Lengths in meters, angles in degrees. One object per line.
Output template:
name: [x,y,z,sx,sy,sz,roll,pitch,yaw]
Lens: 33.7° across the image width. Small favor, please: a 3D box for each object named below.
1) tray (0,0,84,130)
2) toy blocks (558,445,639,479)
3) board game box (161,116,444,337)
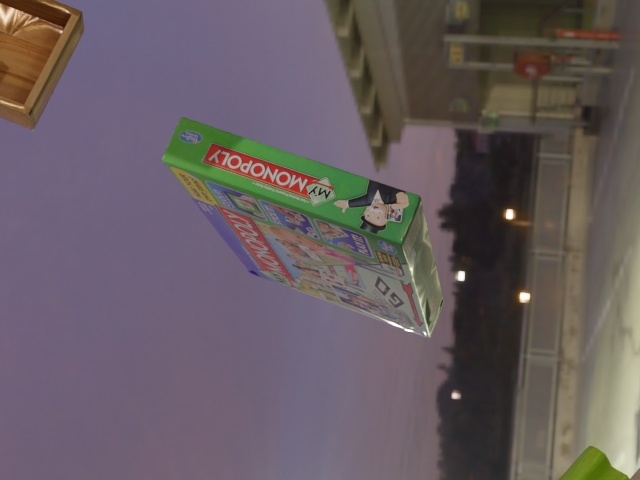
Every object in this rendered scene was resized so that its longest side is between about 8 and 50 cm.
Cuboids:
tray: [-0.616,-0.348,1.704,0.076,0.411,0.202,117,175,-70]
toy blocks: [0.298,0.280,0.568,0.191,0.261,0.381,-43,-54,-16]
board game box: [0.000,0.000,0.976,0.317,0.213,0.046,61,-131,-69]
